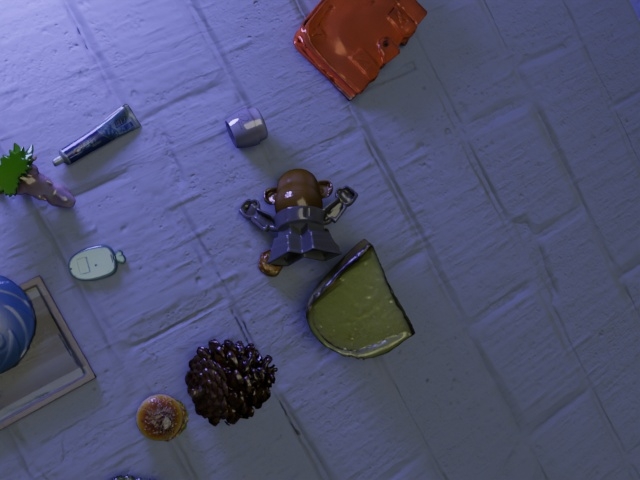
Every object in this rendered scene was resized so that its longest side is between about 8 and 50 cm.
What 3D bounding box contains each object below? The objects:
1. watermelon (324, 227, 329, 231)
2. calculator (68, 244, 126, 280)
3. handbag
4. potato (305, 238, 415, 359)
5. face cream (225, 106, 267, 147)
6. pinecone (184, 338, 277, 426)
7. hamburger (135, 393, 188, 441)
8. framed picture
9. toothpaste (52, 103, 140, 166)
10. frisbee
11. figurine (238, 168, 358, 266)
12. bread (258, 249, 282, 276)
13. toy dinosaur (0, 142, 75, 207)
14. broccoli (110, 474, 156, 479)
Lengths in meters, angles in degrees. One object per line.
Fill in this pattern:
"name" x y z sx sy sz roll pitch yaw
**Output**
"watermelon" 0.000 0.006 1.930 0.093 0.072 0.084 -2 97 19
"calculator" -0.625 0.061 1.721 0.153 0.021 0.095 -15 90 -17
"handbag" 0.131 -0.695 2.012 0.303 0.116 0.410 41 74 -10
"potato" 0.089 0.191 1.879 0.280 0.213 0.330 -29 104 -2
"face cream" -0.223 -0.339 1.851 0.104 0.117 0.117 -24 92 -13
"pinecone" -0.249 0.397 1.710 0.257 0.244 0.243 25 76 -36
"hamburger" -0.440 0.492 1.706 0.141 0.081 0.126 35 74 -11
"framed picture" -0.871 0.333 1.604 0.446 0.028 0.325 -29 94 -19
"toothpaste" -0.639 -0.289 1.743 0.268 0.047 0.069 -39 85 -22
"frisbee" -0.889 0.218 1.570 0.290 0.049 0.289 2 83 -18
"figurine" -0.061 -0.081 1.835 0.343 0.167 0.284 -2 71 -18
"bread" -0.149 0.069 1.871 0.081 0.046 0.083 -13 87 -25
"toy dinosaur" -0.763 -0.169 1.645 0.194 0.177 0.152 19 82 13
"broccoli" -0.452 0.729 1.546 0.252 0.362 0.221 38 61 -51
